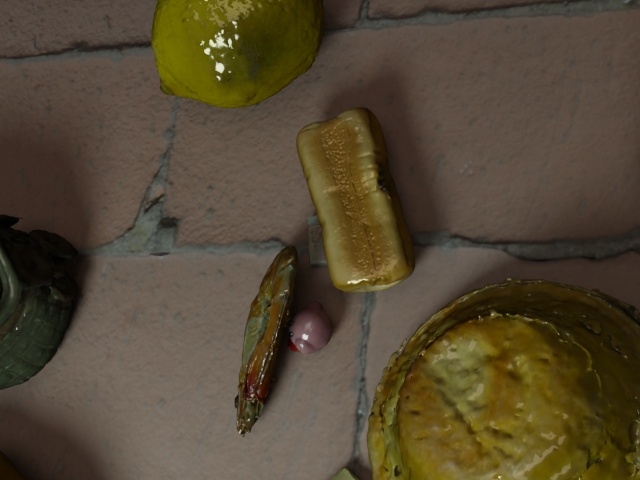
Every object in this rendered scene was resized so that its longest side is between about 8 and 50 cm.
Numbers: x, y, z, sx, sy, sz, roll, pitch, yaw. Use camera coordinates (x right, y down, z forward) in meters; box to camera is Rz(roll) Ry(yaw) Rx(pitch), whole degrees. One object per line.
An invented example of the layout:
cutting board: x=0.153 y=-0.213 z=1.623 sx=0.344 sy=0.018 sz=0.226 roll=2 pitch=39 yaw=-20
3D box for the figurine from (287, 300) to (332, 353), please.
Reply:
figurine: x=-0.014 y=0.132 z=1.272 sx=0.066 sy=0.071 sz=0.083 roll=13 pitch=78 yaw=1

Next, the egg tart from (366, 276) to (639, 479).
egg tart: x=0.244 y=0.232 z=1.064 sx=0.443 sy=0.178 sz=0.443 roll=-15 pitch=57 yaw=24

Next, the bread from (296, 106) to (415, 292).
bread: x=0.055 y=-0.060 z=1.308 sx=0.141 sy=0.091 sz=0.305 roll=-19 pitch=68 yaw=16

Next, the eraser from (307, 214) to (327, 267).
eraser: x=0.000 y=0.000 z=1.342 sx=0.038 sy=0.019 sz=0.083 roll=-9 pitch=70 yaw=14

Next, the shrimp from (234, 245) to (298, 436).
shrimp: x=-0.080 y=0.151 z=1.259 sx=0.062 sy=0.154 sz=0.295 roll=12 pitch=85 yaw=-11

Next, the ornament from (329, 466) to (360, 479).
ornament: x=0.030 y=0.409 z=1.177 sx=0.201 sy=0.059 sz=0.180 roll=-7 pitch=63 yaw=16

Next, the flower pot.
flower pot: x=-0.551 y=0.087 z=1.364 sx=0.301 sy=0.213 sz=0.302 roll=-5 pitch=71 yaw=15

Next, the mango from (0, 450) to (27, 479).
mango: x=-0.494 y=0.468 z=1.222 sx=0.264 sy=0.221 sz=0.378 roll=-42 pitch=56 yaw=4

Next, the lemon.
lemon: x=-0.139 y=-0.352 z=1.370 sx=0.321 sy=0.268 sz=0.268 roll=-36 pitch=66 yaw=-2
